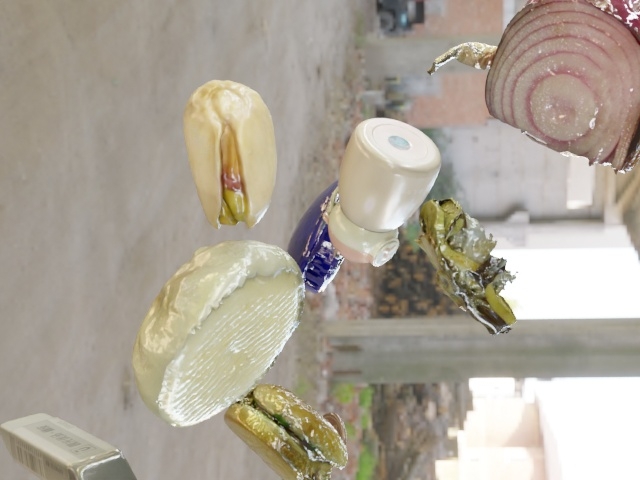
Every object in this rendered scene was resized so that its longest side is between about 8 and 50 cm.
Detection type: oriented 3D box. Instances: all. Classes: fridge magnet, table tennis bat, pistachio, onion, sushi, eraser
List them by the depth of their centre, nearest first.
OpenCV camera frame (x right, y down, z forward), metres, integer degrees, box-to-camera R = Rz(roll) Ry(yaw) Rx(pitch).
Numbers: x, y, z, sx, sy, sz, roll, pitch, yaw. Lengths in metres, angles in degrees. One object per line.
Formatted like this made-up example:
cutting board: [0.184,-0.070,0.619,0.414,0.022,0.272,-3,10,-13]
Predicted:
onion: [0.348,-0.229,1.317,0.256,0.272,0.230,-46,174,40]
pistachio: [-0.116,-0.115,1.356,0.145,0.117,0.201,-109,-172,-62]
eraser: [-0.389,0.329,1.563,0.352,0.089,0.061,5,-77,52]
sushi: [0.263,0.039,1.855,0.291,0.131,0.139,51,3,-30]
fridge magnet: [0.000,0.000,2.027,0.266,0.112,0.265,-64,-178,4]
table tennis bat: [0.055,0.440,2.114,0.107,0.119,0.170,18,-82,57]

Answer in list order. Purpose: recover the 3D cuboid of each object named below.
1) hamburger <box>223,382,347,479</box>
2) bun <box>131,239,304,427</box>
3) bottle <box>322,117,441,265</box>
hamburger: [-0.059,0.317,1.709,0.122,0.215,0.189,-48,-164,-12]
bun: [-0.155,0.119,1.423,0.287,0.146,0.287,-40,150,-30]
bottle: [0.087,-0.064,1.650,0.148,0.147,0.237,-84,-167,-54]
